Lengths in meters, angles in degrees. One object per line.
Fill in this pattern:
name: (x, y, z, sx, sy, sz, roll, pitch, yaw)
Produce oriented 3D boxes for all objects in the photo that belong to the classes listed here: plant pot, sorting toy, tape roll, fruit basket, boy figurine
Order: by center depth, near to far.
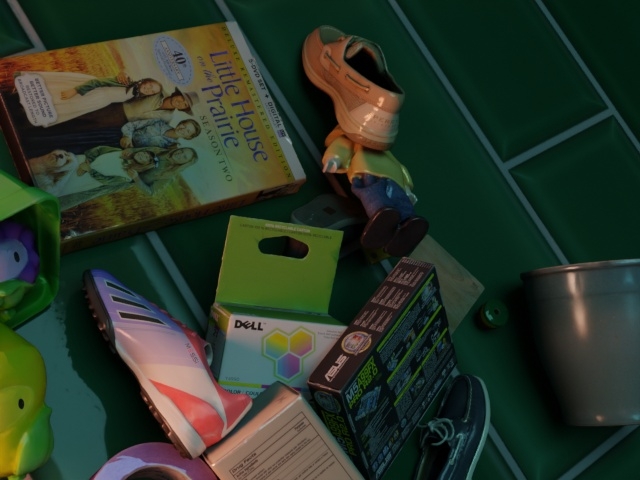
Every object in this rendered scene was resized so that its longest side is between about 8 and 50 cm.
fruit basket: (-0.461, 0.116, 1.278, 0.392, 0.283, 0.392, 7, 51, -9)
tape roll: (-0.224, 0.366, 1.364, 0.189, 0.080, 0.189, 10, 64, -20)
boy figurine: (0.069, -0.106, 1.649, 0.177, 0.092, 0.285, 15, 34, -34)
plant pot: (0.471, 0.168, 1.688, 0.271, 0.271, 0.255, -1, 83, -25)
sorting toy: (0.173, 0.076, 1.702, 0.274, 0.046, 0.132, 43, 57, -2)

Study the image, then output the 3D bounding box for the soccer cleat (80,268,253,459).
soccer cleat: (-0.215, 0.145, 1.408, 0.116, 0.108, 0.318, -32, 60, -14)

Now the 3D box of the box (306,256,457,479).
box: (0.100, 0.192, 1.526, 0.270, 0.060, 0.216, -50, 137, -34)

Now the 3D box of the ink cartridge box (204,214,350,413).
ink cartridge box: (-0.056, 0.106, 1.483, 0.188, 0.097, 0.255, 8, 97, -22)

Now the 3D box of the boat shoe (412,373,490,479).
boat shoe: (0.187, 0.313, 1.576, 0.079, 0.095, 0.254, 29, 67, -23)

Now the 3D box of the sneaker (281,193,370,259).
sneaker: (0.000, 0.000, 1.648, 0.083, 0.118, 0.222, 33, 25, 22)

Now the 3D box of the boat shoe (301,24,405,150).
boat shoe: (0.064, -0.278, 1.704, 0.121, 0.110, 0.341, 7, 34, -26)

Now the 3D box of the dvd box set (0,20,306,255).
dvd box set: (-0.262, -0.169, 1.602, 0.420, 0.062, 0.308, -16, 75, -30)

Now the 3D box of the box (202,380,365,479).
box: (-0.033, 0.327, 1.391, 0.148, 0.127, 0.232, -37, 101, -12)
